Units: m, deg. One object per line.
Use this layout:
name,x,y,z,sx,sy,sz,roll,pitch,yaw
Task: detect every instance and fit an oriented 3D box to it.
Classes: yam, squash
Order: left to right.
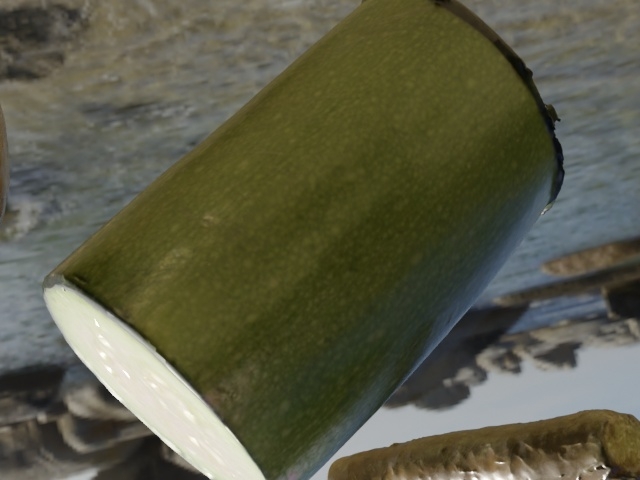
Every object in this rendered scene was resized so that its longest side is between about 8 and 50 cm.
squash,0.000,0.000,0.895,0.384,0.263,0.263,-44,-176,-21
yam,0.142,0.219,1.040,0.357,0.081,0.081,-21,169,40

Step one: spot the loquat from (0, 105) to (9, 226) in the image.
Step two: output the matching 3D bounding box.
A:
loquat,-0.368,-0.039,0.718,0.328,0.359,0.328,-19,145,-14
